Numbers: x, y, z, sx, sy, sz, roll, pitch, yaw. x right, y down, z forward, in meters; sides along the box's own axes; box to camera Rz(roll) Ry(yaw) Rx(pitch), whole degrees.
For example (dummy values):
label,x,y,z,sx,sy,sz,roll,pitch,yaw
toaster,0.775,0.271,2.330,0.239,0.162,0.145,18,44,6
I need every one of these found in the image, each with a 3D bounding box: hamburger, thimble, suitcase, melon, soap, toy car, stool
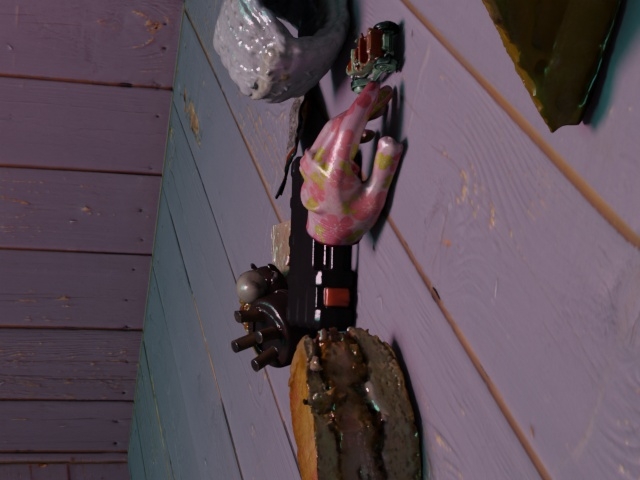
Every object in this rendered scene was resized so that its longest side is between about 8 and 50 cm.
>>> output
label,x,y,z,sx,sy,sz,roll,pitch,yaw
hamburger,0.037,0.258,1.639,0.245,0.155,0.282,-177,88,-76
thimble,-0.060,-0.348,1.996,0.172,0.205,0.250,123,163,-50
suitcase,0.001,0.000,1.971,0.206,0.066,0.285,175,97,-74
melon,-0.046,0.052,2.188,0.098,0.054,0.182,-16,71,57
soap,0.131,-0.284,1.132,0.169,0.304,0.338,-107,25,-58
toy car,0.072,-0.262,1.789,0.143,0.054,0.073,146,126,-69
stool,-0.090,0.130,2.114,0.217,0.121,0.125,64,146,19

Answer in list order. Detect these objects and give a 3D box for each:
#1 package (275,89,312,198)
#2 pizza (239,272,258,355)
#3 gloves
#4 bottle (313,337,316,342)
label,x,y,z,sx,sy,sz,roll,pitch,yaw
package,-0.040,-0.195,2.157,0.232,0.040,0.166,-84,9,-48
pizza,-0.124,0.144,2.396,0.127,0.058,0.246,110,155,-44
gloves,0.039,-0.114,1.772,0.145,0.126,0.241,-109,20,-59
bottle,0.014,0.187,1.914,0.140,0.053,0.053,-156,70,-73
